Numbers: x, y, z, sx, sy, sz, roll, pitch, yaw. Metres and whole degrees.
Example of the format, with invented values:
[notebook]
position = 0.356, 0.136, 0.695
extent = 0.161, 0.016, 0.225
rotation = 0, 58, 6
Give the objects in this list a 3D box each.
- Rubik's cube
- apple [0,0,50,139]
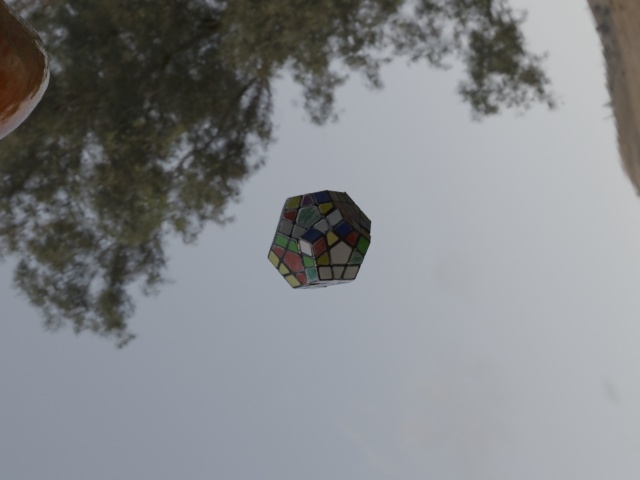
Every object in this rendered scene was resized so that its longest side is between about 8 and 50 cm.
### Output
[Rubik's cube]
position = 0.000, 0.000, 1.005
extent = 0.111, 0.111, 0.093
rotation = 51, 171, -28
[apple]
position = -0.441, -0.196, 1.008
extent = 0.309, 0.250, 0.277
rotation = 41, 173, 26
